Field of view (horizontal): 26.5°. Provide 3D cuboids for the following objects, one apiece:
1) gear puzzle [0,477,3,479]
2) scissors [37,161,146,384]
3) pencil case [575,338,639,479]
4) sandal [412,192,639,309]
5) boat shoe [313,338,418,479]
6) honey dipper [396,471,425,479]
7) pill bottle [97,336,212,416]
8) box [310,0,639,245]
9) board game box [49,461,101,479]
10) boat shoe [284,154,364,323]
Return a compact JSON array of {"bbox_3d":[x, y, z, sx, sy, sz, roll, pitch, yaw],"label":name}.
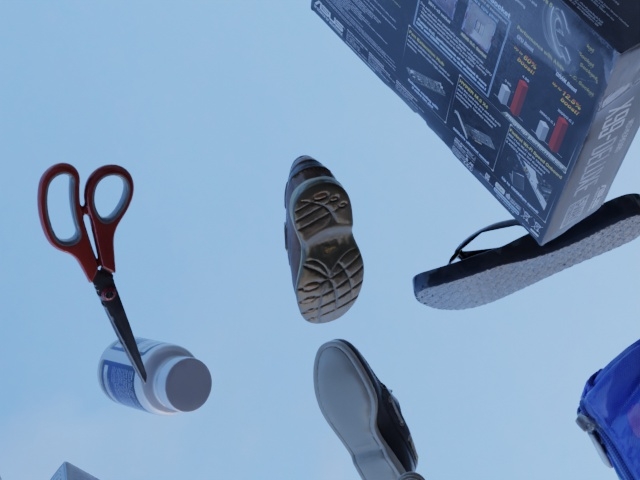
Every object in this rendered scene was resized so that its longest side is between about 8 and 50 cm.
[{"bbox_3d":[-0.237,0.169,0.860,0.044,0.339,0.176,-18,-63,-27],"label":"gear puzzle"},{"bbox_3d":[-0.254,0.045,1.525,0.109,0.021,0.297,-13,-60,-24],"label":"scissors"},{"bbox_3d":[0.298,0.204,0.993,0.119,0.133,0.306,81,166,-61],"label":"pencil case"},{"bbox_3d":[0.210,0.007,1.385,0.097,0.254,0.054,78,171,-65],"label":"sandal"},{"bbox_3d":[0.054,0.192,1.515,0.065,0.075,0.206,-45,-64,-51],"label":"boat shoe"},{"bbox_3d":[0.078,0.241,1.165,0.030,0.030,0.161,59,-171,-8],"label":"honey dipper"},{"bbox_3d":[-0.213,0.178,1.761,0.094,0.169,0.094,-2,-87,-35],"label":"pill bottle"},{"bbox_3d":[0.119,-0.179,1.045,0.076,0.242,0.307,-32,-114,-22],"label":"box"},{"bbox_3d":[-0.280,0.404,1.189,0.066,0.319,0.318,34,-169,-24],"label":"board game box"},{"bbox_3d":[0.000,0.000,1.202,0.060,0.064,0.178,-113,13,-44],"label":"boat shoe"}]
